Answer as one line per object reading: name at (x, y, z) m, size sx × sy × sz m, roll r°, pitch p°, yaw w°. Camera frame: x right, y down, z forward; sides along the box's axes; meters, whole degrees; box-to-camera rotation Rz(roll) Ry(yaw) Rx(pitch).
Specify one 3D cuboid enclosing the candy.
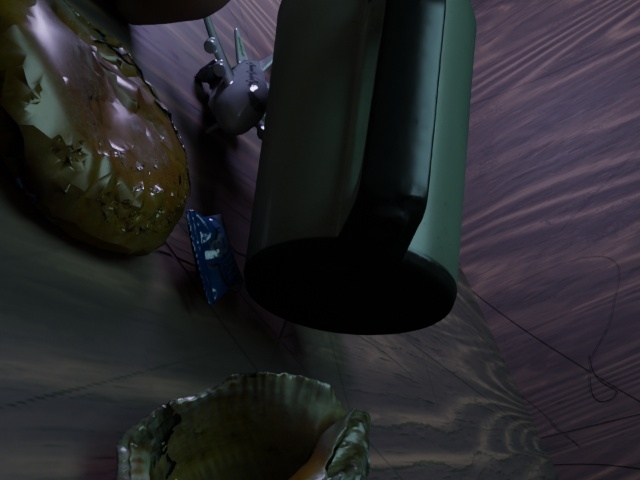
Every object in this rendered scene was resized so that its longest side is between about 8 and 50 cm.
candy at (-0.103, 0.015, 0.670) m, size 0.136 × 0.038 × 0.088 m, roll 1°, pitch 72°, yaw -85°

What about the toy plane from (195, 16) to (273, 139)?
toy plane at (-0.105, -0.192, 0.907) m, size 0.251 × 0.101 × 0.255 m, roll 55°, pitch 21°, yaw -25°

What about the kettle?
kettle at (0.060, -0.123, 0.734) m, size 0.361 × 0.250 × 0.376 m, roll 117°, pitch -17°, yaw -62°

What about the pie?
pie at (-0.195, -0.115, 0.560) m, size 0.273 × 0.069 × 0.273 m, roll 60°, pitch 12°, yaw -22°

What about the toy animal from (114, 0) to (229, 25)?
toy animal at (-0.171, -0.388, 0.717) m, size 0.326 × 0.269 × 0.237 m, roll 46°, pitch 17°, yaw -53°

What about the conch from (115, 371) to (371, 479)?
conch at (-0.047, 0.159, 0.424) m, size 0.155 × 0.207 × 0.130 m, roll 54°, pitch -27°, yaw -9°
